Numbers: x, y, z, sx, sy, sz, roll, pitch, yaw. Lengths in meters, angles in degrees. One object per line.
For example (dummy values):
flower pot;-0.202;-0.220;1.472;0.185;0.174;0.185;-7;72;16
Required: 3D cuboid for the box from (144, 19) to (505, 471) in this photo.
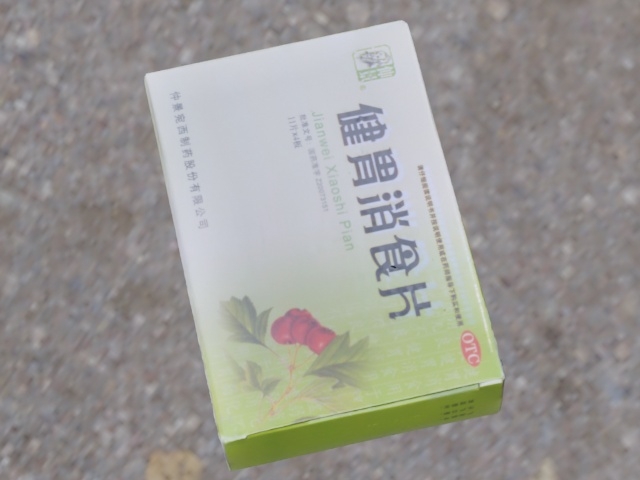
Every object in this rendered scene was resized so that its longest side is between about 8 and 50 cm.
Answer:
box;-0.001;0.000;1.250;0.175;0.062;0.260;-12;64;-3
